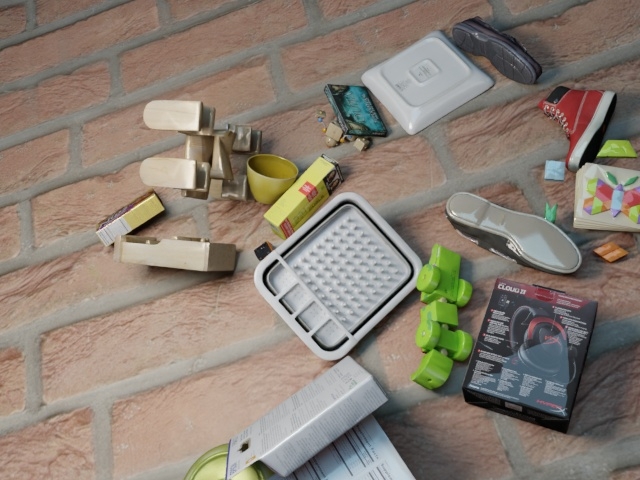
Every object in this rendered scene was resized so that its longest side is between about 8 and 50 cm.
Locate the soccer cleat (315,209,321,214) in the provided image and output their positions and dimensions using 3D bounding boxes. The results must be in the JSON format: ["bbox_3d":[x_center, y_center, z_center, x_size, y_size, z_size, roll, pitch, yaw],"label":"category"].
[{"bbox_3d":[0.000,0.000,1.812,0.068,0.076,0.196,0,60,15],"label":"soccer cleat"}]

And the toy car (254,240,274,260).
[{"bbox_3d":[-0.112,0.050,1.850,0.122,0.060,0.040,45,34,15],"label":"toy car"}]

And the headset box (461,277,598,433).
[{"bbox_3d":[0.446,0.223,1.535,0.218,0.110,0.293,13,65,22],"label":"headset box"}]

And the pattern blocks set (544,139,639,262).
[{"bbox_3d":[0.673,-0.092,1.659,0.324,0.026,0.286,-4,77,12],"label":"pattern blocks set"}]

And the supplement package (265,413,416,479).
[{"bbox_3d":[0.055,0.507,1.422,0.262,0.199,0.198,-33,57,-5],"label":"supplement package"}]

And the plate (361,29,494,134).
[{"bbox_3d":[0.288,-0.453,2.020,0.278,0.045,0.277,-32,58,-4],"label":"plate"}]

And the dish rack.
[{"bbox_3d":[0.042,0.083,1.707,0.333,0.072,0.285,-42,85,-11],"label":"dish rack"}]

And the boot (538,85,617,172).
[{"bbox_3d":[0.608,-0.278,1.810,0.176,0.088,0.244,16,65,31],"label":"boot"}]

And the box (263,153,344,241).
[{"bbox_3d":[-0.040,-0.111,1.885,0.058,0.087,0.232,35,73,30],"label":"box"}]

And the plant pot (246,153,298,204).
[{"bbox_3d":[-0.132,-0.150,1.894,0.134,0.095,0.134,10,31,-6],"label":"plant pot"}]

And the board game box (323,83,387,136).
[{"bbox_3d":[0.094,-0.354,1.985,0.126,0.026,0.186,-2,51,-26],"label":"board game box"}]

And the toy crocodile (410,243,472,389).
[{"bbox_3d":[0.264,0.164,1.633,0.115,0.105,0.341,20,58,-21],"label":"toy crocodile"}]

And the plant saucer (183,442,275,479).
[{"bbox_3d":[-0.201,0.550,1.567,0.240,0.037,0.241,-7,58,11],"label":"plant saucer"}]

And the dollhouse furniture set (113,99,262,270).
[{"bbox_3d":[-0.347,-0.131,1.836,0.256,0.362,0.394,5,90,18],"label":"dollhouse furniture set"}]

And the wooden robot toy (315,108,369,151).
[{"bbox_3d":[0.047,-0.285,1.984,0.173,0.079,0.076,31,37,4],"label":"wooden robot toy"}]

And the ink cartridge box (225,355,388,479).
[{"bbox_3d":[-0.035,0.367,1.475,0.330,0.324,0.071,-36,92,-5],"label":"ink cartridge box"}]

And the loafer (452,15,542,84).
[{"bbox_3d":[0.490,-0.529,1.975,0.095,0.109,0.302,-38,55,-13],"label":"loafer"}]

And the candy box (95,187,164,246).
[{"bbox_3d":[-0.517,-0.064,1.981,0.186,0.053,0.109,-33,20,-6],"label":"candy box"}]

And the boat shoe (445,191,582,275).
[{"bbox_3d":[0.445,-0.011,1.698,0.335,0.095,0.112,29,75,23],"label":"boat shoe"}]
